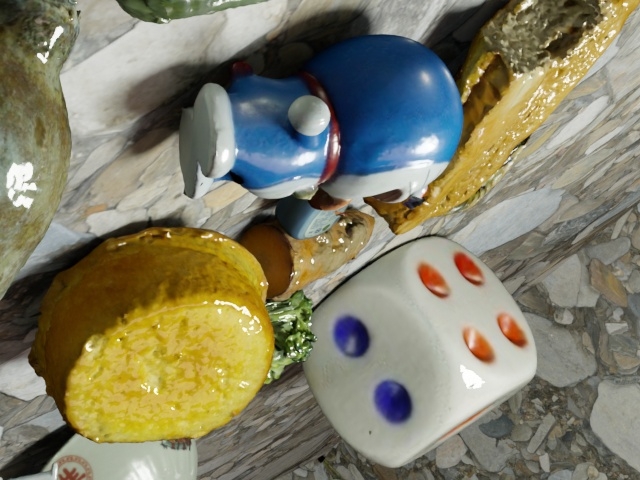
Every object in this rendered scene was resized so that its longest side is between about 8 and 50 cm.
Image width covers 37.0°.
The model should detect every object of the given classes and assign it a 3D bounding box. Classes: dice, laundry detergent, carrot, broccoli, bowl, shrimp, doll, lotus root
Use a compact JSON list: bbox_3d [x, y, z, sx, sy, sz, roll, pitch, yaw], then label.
[{"bbox_3d":[0.170,0.197,1.692,0.277,0.304,0.304,-12,154,-48],"label":"dice"},{"bbox_3d":[0.024,-0.082,1.061,0.096,0.061,0.206,-20,158,-37],"label":"laundry detergent"},{"bbox_3d":[0.000,0.000,1.231,0.102,0.102,0.263,-44,167,33],"label":"carrot"},{"bbox_3d":[-0.132,0.101,1.220,0.165,0.145,0.304,-29,156,24],"label":"broccoli"},{"bbox_3d":[-0.299,0.411,1.520,0.337,0.157,0.337,-41,155,-24],"label":"bowl"},{"bbox_3d":[0.224,-0.106,1.406,0.262,0.051,0.198,-19,151,-48],"label":"shrimp"},{"bbox_3d":[0.004,-0.092,0.835,0.256,0.161,0.215,-14,-174,-21],"label":"doll"},{"bbox_3d":[-0.260,-0.013,0.552,0.349,0.175,0.175,-42,161,18],"label":"lotus root"}]

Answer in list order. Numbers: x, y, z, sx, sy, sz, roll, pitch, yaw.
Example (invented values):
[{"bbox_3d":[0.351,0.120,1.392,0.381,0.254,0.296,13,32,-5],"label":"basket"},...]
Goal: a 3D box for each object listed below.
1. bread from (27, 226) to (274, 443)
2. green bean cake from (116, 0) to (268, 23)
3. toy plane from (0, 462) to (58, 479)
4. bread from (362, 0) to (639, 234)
[{"bbox_3d":[-0.170,0.101,1.005,0.268,0.146,0.268,-16,132,-18],"label":"bread"},{"bbox_3d":[-0.035,-0.219,0.534,0.183,0.094,0.185,-20,154,-34],"label":"green bean cake"},{"bbox_3d":[-0.467,0.328,1.210,0.266,0.123,0.267,-12,155,-6],"label":"toy plane"},{"bbox_3d":[0.179,-0.157,1.051,0.185,0.109,0.380,-22,159,-40],"label":"bread"}]
